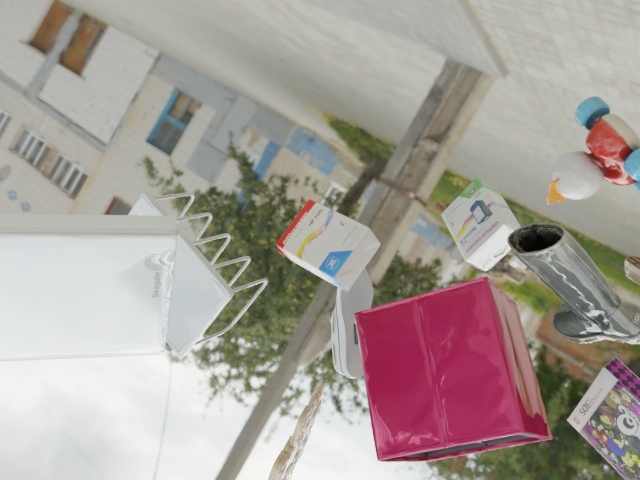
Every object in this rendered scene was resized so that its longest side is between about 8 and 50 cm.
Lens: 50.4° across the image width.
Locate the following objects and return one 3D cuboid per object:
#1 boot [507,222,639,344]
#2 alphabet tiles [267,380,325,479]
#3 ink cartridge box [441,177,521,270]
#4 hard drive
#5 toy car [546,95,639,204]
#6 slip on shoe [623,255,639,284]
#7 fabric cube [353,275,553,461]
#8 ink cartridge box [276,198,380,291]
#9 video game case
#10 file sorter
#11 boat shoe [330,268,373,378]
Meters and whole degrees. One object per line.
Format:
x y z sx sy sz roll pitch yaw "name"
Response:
0.329 0.061 0.927 0.209 0.076 0.190 32 161 -16 "boot"
-0.059 0.416 1.303 0.021 0.277 0.284 22 -164 10 "alphabet tiles"
0.441 -0.045 1.859 0.093 0.154 0.212 24 -148 -31 "ink cartridge box"
-0.362 0.064 0.826 0.354 0.232 0.047 0 -136 -18 "hard drive"
0.620 -0.159 1.557 0.210 0.238 0.219 30 -154 -50 "toy car"
0.653 0.081 1.339 0.052 0.041 0.135 -14 -145 -23 "slip on shoe"
0.237 0.244 1.215 0.254 0.259 0.258 29 -134 -57 "fabric cube"
0.000 0.000 1.503 0.231 0.134 0.078 27 167 38 "ink cartridge box"
0.564 0.349 1.199 0.232 0.042 0.210 48 153 31 "video game case"
-0.273 0.058 1.410 0.277 0.192 0.173 47 -153 15 "file sorter"
0.066 0.188 1.607 0.096 0.267 0.088 -3 179 -34 "boat shoe"
